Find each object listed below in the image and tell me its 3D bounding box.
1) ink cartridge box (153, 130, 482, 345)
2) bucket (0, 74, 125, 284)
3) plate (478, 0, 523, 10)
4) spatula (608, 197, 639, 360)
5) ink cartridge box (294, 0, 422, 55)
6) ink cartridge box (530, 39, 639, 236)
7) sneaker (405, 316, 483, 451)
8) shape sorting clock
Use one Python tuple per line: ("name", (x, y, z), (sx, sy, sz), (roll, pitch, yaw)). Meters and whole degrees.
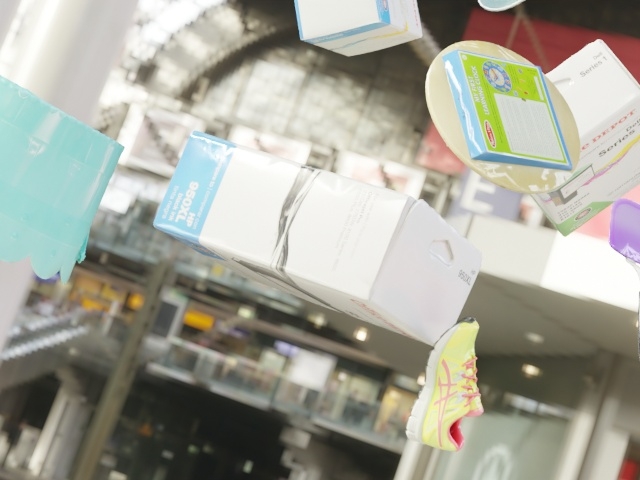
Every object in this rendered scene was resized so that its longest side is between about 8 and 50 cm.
("ink cartridge box", (0.000, 0.000, 2.167), (0.395, 0.166, 0.285), (18, -8, 32))
("bucket", (-0.379, -0.091, 1.733), (0.281, 0.183, 0.281), (30, -2, 1))
("plate", (0.267, -0.357, 1.808), (0.024, 0.188, 0.188), (34, -16, -27))
("spatula", (0.425, 0.058, 1.939), (0.084, 0.296, 0.030), (26, -49, -18))
("ink cartridge box", (0.070, -0.464, 2.801), (0.168, 0.171, 0.233), (-11, -6, 23))
("ink cartridge box", (0.387, -0.146, 2.175), (0.117, 0.201, 0.278), (56, 5, 27))
("sneaker", (0.197, 0.208, 2.084), (0.094, 0.208, 0.081), (26, 23, 26))
("shape sorting clock", (0.209, -0.141, 1.675), (0.206, 0.206, 0.040), (24, -41, -21))
